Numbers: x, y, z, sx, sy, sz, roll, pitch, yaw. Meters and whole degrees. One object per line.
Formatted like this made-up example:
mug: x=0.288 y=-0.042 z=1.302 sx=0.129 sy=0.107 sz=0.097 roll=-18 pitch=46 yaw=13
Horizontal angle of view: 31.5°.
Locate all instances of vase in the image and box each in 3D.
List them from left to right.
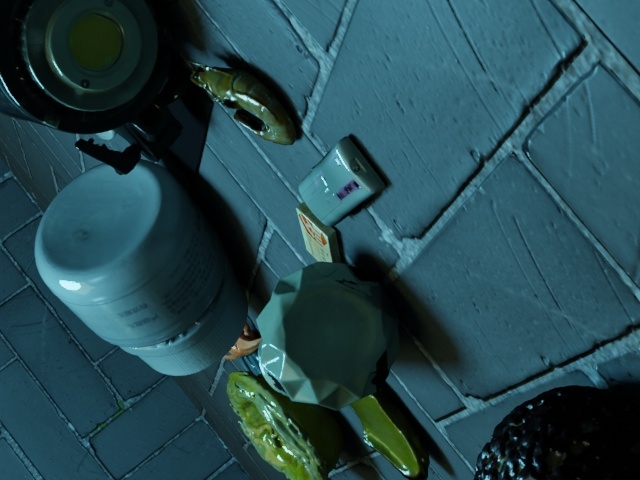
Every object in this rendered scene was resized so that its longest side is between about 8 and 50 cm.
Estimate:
vase: x=-0.005 y=0.126 z=1.372 sx=0.165 sy=0.165 sz=0.360 roll=52 pitch=169 yaw=4

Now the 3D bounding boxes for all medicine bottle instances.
medicine bottle: x=-0.261 y=0.050 z=1.731 sx=0.245 sy=0.245 sz=0.306 roll=39 pitch=167 yaw=40

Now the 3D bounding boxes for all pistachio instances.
pistachio: x=0.092 y=0.250 z=1.528 sx=0.173 sy=0.049 sz=0.089 roll=53 pitch=141 yaw=4

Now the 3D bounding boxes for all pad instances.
pad: x=-0.235 y=-0.216 z=1.529 sx=0.248 sy=0.007 sz=0.367 roll=52 pitch=164 yaw=5

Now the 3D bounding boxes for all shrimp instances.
shrimp: x=-0.079 y=-0.147 z=1.199 sx=0.162 sy=0.045 sz=0.095 roll=31 pitch=175 yaw=41

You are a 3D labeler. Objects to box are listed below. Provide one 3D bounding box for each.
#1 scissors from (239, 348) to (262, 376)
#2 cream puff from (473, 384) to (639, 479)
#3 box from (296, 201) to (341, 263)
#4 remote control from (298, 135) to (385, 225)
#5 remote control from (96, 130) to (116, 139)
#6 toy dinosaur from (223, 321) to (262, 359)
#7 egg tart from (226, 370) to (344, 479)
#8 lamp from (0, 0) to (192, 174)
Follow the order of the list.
scissors: x=-0.064 y=0.312 z=2.106 sx=0.289 sy=0.041 sz=0.138 roll=56 pitch=156 yaw=-9
cream puff: x=0.225 y=0.232 z=0.908 sx=0.239 sy=0.165 sz=0.239 roll=44 pitch=162 yaw=19
box: x=0.000 y=0.000 z=1.312 sx=0.058 sy=0.015 sz=0.093 roll=46 pitch=164 yaw=28
remote control: x=0.017 y=-0.052 z=1.127 sx=0.065 sy=0.029 sz=0.166 roll=54 pitch=164 yaw=0
remote control: x=-0.383 y=-0.248 z=1.796 sx=0.313 sy=0.055 sz=0.109 roll=37 pitch=152 yaw=57
toy dinosaur: x=-0.153 y=0.176 z=2.024 sx=0.101 sy=0.055 sz=0.279 roll=65 pitch=161 yaw=-9
egg tart: x=-0.050 y=0.319 z=1.947 sx=0.288 sy=0.118 sz=0.288 roll=49 pitch=164 yaw=20
lamp: x=-0.303 y=-0.237 z=1.289 sx=0.374 sy=0.205 sz=0.272 roll=39 pitch=169 yaw=-11
